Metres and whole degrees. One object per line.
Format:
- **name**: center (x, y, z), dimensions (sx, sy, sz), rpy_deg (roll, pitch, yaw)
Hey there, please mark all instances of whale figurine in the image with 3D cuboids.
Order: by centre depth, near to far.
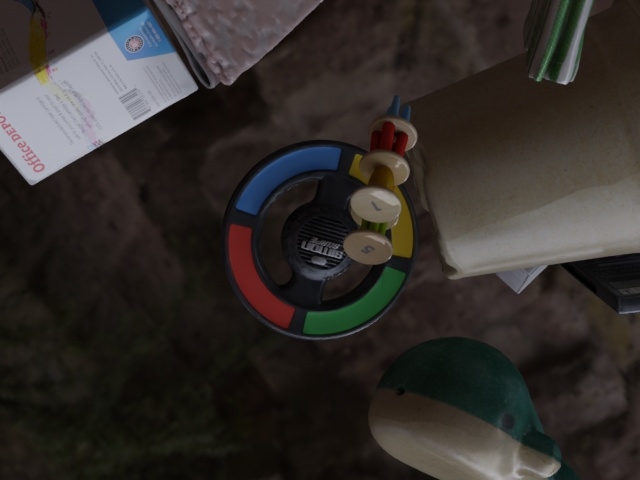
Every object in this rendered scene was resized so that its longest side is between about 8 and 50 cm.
- **whale figurine**: center (0.179, 0.196, 1.771), dimensions (0.216, 0.272, 0.141), rpy_deg (4, -114, 52)

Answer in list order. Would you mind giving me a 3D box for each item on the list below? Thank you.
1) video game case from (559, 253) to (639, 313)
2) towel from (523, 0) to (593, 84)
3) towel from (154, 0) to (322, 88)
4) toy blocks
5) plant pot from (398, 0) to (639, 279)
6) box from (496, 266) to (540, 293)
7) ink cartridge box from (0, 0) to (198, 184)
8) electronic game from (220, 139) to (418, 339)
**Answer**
- **video game case**: center (0.428, 0.033, 2.186), dimensions (0.196, 0.026, 0.274), rpy_deg (-6, -164, -11)
- **towel**: center (0.225, -0.264, 1.442), dimensions (0.325, 0.038, 0.247), rpy_deg (-66, 171, -76)
- **towel**: center (-0.119, -0.379, 1.904), dimensions (0.053, 0.332, 0.317), rpy_deg (-15, -156, 41)
- **toy blocks**: center (0.066, -0.067, 1.752), dimensions (0.054, 0.123, 0.148), rpy_deg (12, -130, 3)
- **plant pot**: center (0.267, -0.097, 2.022), dimensions (0.305, 0.333, 0.334), rpy_deg (-16, -158, 2)
- **box**: center (0.363, -0.029, 2.486), dimensions (0.232, 0.058, 0.322), rpy_deg (-44, 174, -1)
- **ink cartridge box**: center (-0.348, -0.252, 2.263), dimensions (0.270, 0.198, 0.197), rpy_deg (-30, -123, 0)
- **electronic game**: center (0.000, 0.000, 1.904), dimensions (0.229, 0.229, 0.048), rpy_deg (-38, -166, -6)
